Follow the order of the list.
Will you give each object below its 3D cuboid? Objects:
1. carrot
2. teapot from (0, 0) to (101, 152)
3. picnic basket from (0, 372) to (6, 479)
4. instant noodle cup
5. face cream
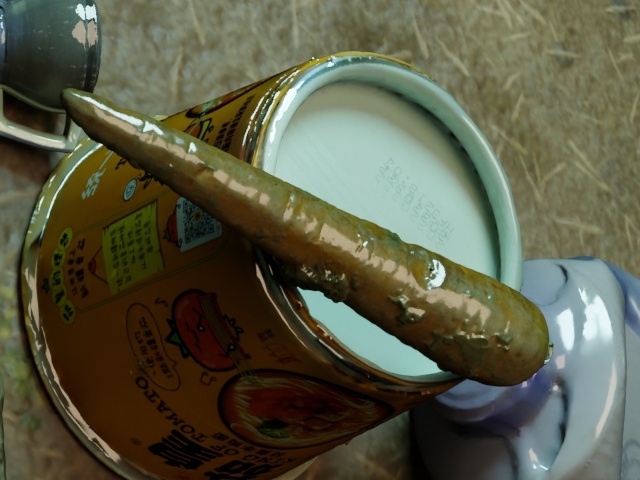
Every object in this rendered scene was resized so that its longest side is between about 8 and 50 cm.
[{"bbox_3d":[0.000,0.000,0.680,0.254,0.049,0.049,29,58,-24],"label":"carrot"},{"bbox_3d":[-0.143,-0.088,0.814,0.057,0.066,0.088,-1,96,-21],"label":"teapot"},{"bbox_3d":[-0.268,0.111,0.522,0.313,0.228,0.175,3,76,-39],"label":"picnic basket"},{"bbox_3d":[-0.016,0.013,0.805,0.216,0.172,0.216,14,66,-34],"label":"instant noodle cup"},{"bbox_3d":[0.205,0.137,1.013,0.420,0.137,0.235,30,55,-43],"label":"face cream"}]
